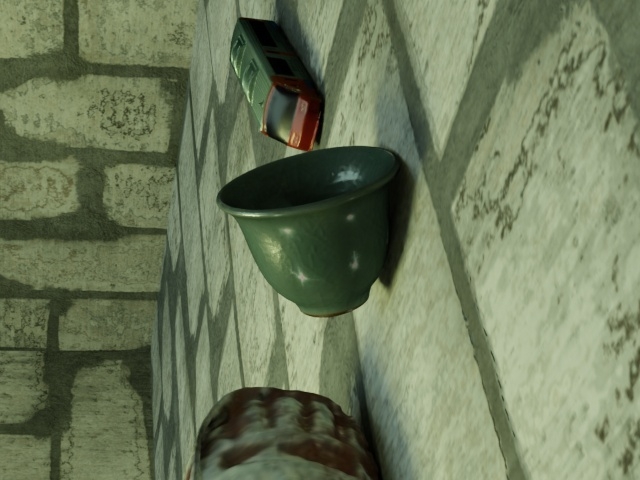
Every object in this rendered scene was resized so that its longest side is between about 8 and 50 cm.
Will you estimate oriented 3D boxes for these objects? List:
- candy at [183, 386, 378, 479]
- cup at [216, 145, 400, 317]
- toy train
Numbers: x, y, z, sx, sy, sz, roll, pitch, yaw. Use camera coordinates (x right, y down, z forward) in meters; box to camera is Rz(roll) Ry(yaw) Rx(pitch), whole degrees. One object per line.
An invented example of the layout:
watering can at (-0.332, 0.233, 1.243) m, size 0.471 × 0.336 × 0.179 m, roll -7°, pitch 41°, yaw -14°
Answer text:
candy at (-0.041, 0.280, 1.196) m, size 0.290 × 0.214 × 0.157 m, roll -100°, pitch 19°, yaw -51°
cup at (0.000, 0.000, 1.201) m, size 0.199 × 0.199 × 0.150 m, roll -126°, pitch 23°, yaw -69°
toy train at (-0.077, -0.245, 1.699) m, size 0.409 × 0.089 × 0.086 m, roll -113°, pitch 33°, yaw -62°
